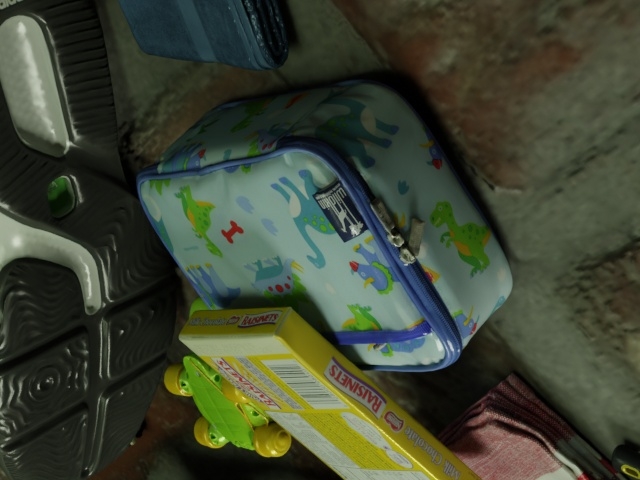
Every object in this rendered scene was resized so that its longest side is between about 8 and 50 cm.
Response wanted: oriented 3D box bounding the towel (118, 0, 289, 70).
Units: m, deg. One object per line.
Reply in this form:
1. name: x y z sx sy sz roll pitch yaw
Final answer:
1. towel: -0.070 -0.137 0.944 0.119 0.029 0.067 12 133 41

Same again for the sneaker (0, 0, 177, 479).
1. sneaker: -0.255 -0.034 1.178 0.257 0.169 0.448 30 136 40

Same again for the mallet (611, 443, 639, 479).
1. mallet: 0.249 0.166 0.895 0.189 0.039 0.062 18 139 45

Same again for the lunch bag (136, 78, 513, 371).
1. lunch bag: 0.000 0.000 0.954 0.219 0.090 0.176 -4 125 51

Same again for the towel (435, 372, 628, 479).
1. towel: 0.189 0.252 1.046 0.329 0.037 0.237 43 147 7

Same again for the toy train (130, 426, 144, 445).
1. toy train: -0.199 0.184 1.414 0.027 0.036 0.158 51 147 -5

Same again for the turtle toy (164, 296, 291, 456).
1. turtle toy: -0.061 0.097 1.140 0.095 0.066 0.130 1 125 48

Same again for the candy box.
1. candy box: 0.014 0.111 0.986 0.206 0.027 0.105 43 155 -27
